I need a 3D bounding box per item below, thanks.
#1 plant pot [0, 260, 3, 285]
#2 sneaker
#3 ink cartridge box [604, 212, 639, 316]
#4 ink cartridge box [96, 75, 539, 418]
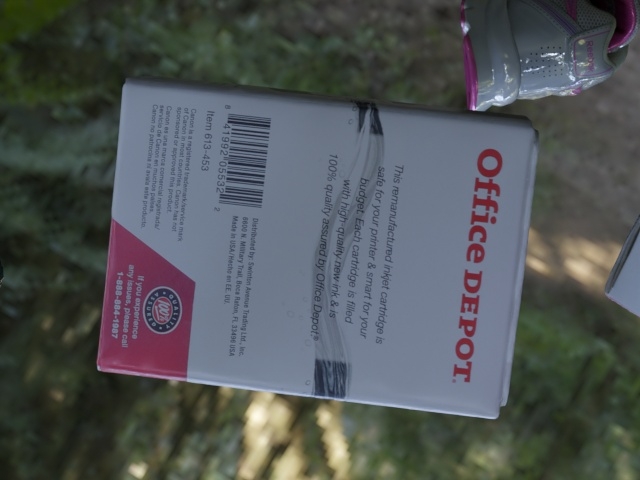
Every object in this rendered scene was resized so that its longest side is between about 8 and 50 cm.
[{"bbox_3d":[-0.297,-0.018,0.648,0.341,0.341,0.334,28,163,41],"label":"plant pot"},{"bbox_3d":[0.168,-0.160,1.341,0.111,0.103,0.252,1,-148,14],"label":"sneaker"},{"bbox_3d":[0.339,0.068,0.963,0.371,0.069,0.176,32,-143,18],"label":"ink cartridge box"},{"bbox_3d":[0.000,0.000,1.134,0.237,0.172,0.100,6,-174,3],"label":"ink cartridge box"}]
